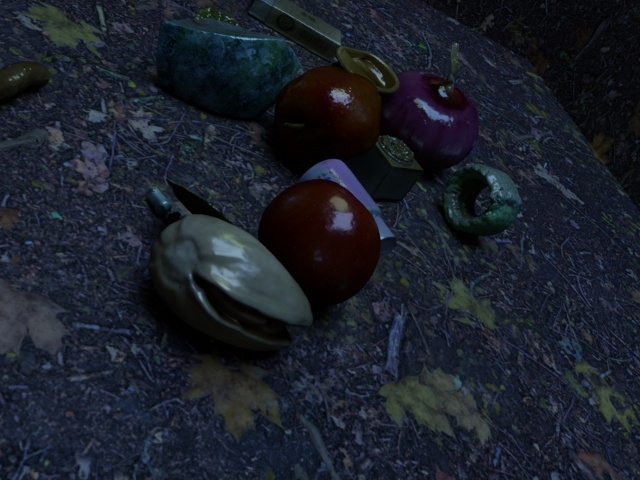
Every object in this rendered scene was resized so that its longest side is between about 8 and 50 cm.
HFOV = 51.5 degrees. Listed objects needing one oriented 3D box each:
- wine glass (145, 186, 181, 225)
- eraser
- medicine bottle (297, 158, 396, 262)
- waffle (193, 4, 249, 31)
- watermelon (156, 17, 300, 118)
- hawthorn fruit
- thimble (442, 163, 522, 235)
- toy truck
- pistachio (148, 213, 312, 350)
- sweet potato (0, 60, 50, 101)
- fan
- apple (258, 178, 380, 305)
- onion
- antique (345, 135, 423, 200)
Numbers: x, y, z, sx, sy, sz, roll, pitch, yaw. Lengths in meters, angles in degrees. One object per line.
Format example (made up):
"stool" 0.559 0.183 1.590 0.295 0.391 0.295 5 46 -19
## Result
"wine glass" -0.324 -0.070 1.348 0.083 0.042 0.039 47 -3 18
"eraser" -0.086 -0.770 2.353 0.343 0.078 0.144 26 35 -18
"medicine bottle" 0.060 -0.061 1.590 0.152 0.152 0.255 -6 54 -46
"waffle" -0.291 -0.636 2.025 0.204 0.054 0.223 24 37 -19
"watermelon" -0.251 -0.478 1.752 0.387 0.229 0.258 5 36 -27
"hawthorn fruit" -0.002 -0.316 1.723 0.287 0.287 0.330 46 34 11
"thimble" 0.486 -0.119 1.990 0.150 0.219 0.219 9 44 -39
"toy truck" 0.081 -0.441 1.992 0.288 0.212 0.204 -19 64 -48
"pistachio" -0.157 0.085 1.187 0.318 0.193 0.214 39 15 -25
"sweet potato" -0.657 -0.294 1.246 0.109 0.109 0.385 46 29 11
"fan" -0.176 -0.008 1.308 0.335 0.229 0.011 44 76 -17
"apple" 0.000 0.000 1.366 0.260 0.216 0.260 47 -3 3
"onion" 0.347 -0.399 2.127 0.358 0.345 0.359 4 72 -14
"antique" 0.186 -0.211 1.886 0.146 0.148 0.152 1 46 -45
